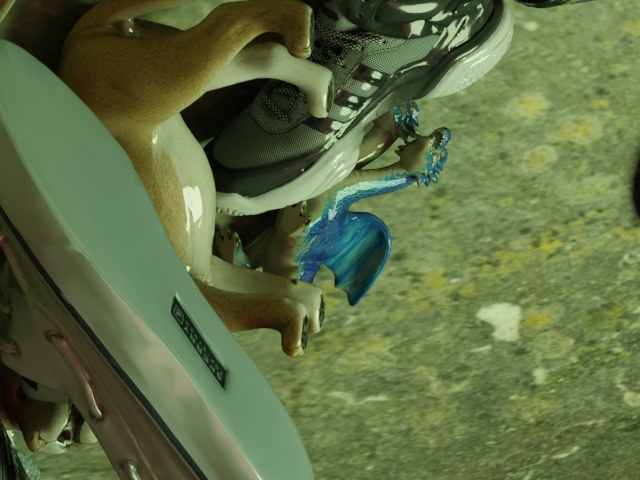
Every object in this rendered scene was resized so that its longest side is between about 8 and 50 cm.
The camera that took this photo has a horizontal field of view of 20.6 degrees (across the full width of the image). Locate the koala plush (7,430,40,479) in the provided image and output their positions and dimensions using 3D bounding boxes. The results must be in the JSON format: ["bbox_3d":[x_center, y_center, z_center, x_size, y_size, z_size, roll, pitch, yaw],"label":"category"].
[{"bbox_3d":[-0.291,0.212,1.329,0.196,0.203,0.221,-27,133,-18],"label":"koala plush"}]

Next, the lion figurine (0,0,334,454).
[{"bbox_3d":[-0.119,-0.034,1.201,0.142,0.240,0.392,-58,154,-71],"label":"lion figurine"}]

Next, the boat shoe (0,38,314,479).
[{"bbox_3d":[-0.158,0.056,1.100,0.156,0.136,0.367,-26,114,18],"label":"boat shoe"}]

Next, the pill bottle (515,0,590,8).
[{"bbox_3d":[0.234,-0.245,1.313,0.219,0.123,0.123,-14,140,-33],"label":"pill bottle"}]

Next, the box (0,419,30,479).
[{"bbox_3d":[-0.348,0.241,1.134,0.343,0.179,0.312,-19,122,-1],"label":"box"}]

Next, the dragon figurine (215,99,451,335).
[{"bbox_3d":[0.000,0.000,1.420,0.144,0.085,0.289,-4,133,-40],"label":"dragon figurine"}]

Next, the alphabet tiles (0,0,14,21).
[{"bbox_3d":[-0.160,-0.162,0.938,0.011,0.285,0.342,31,112,-17],"label":"alphabet tiles"}]

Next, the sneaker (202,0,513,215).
[{"bbox_3d":[0.004,-0.137,1.257,0.268,0.101,0.153,-33,139,-3],"label":"sneaker"}]
